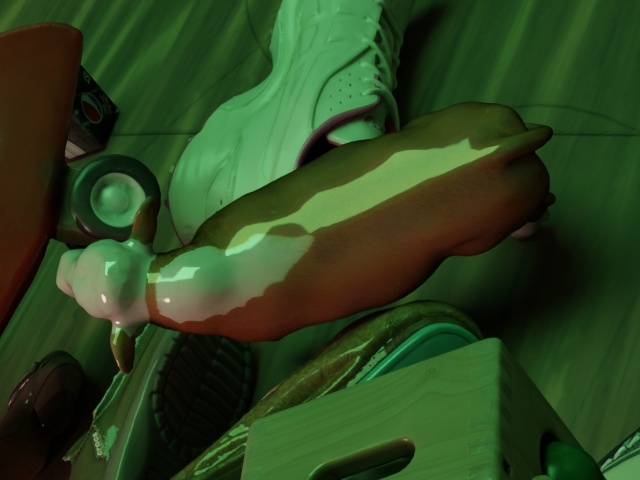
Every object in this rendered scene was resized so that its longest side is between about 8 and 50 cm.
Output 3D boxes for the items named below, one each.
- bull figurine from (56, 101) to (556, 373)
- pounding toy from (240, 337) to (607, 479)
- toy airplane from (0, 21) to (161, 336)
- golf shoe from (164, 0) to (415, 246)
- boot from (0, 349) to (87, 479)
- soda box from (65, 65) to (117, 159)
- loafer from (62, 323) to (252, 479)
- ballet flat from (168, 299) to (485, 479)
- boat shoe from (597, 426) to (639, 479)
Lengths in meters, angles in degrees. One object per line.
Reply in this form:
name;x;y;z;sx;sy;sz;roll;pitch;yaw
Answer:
bull figurine;0.000;0.000;1.178;0.310;0.101;0.188;-18;-5;10
pounding toy;0.050;0.109;0.703;0.141;0.130;0.100;-21;37;24
toy airplane;-0.308;0.056;1.267;0.386;0.272;0.384;-55;7;34
golf shoe;0.017;-0.104;1.402;0.140;0.115;0.306;14;66;39
boot;-0.215;0.132;1.396;0.118;0.042;0.087;-40;25;5
soda box;-0.262;-0.094;1.685;0.169;0.060;0.053;-17;38;31
loafer;-0.124;0.132;1.250;0.087;0.094;0.251;-4;47;36
ballet flat;-0.046;0.155;1.144;0.342;0.116;0.124;-44;20;-11
boat shoe;0.237;0.083;0.955;0.341;0.127;0.158;-26;28;6
